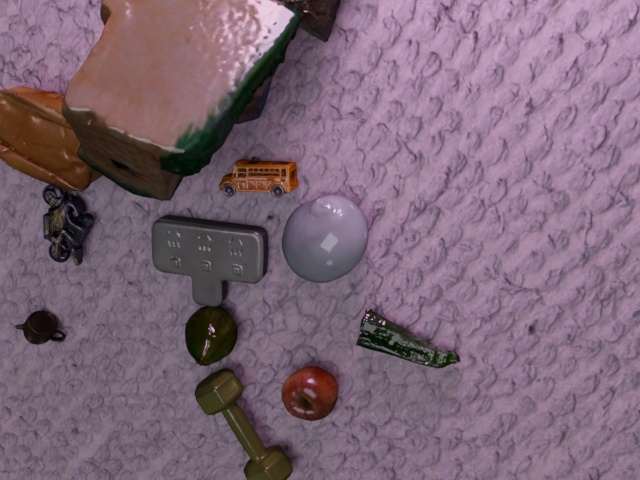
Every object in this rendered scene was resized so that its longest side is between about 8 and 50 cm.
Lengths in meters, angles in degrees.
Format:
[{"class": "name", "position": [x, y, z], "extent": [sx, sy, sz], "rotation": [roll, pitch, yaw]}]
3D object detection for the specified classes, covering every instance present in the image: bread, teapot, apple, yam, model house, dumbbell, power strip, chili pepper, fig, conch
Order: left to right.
[{"class": "teapot", "position": [-0.690, 0.224, 1.937], "extent": [0.121, 0.076, 0.068], "rotation": [24, 128, -25]}, {"class": "bread", "position": [-0.581, -0.236, 1.707], "extent": [0.288, 0.156, 0.204], "rotation": [16, 120, 8]}, {"class": "model house", "position": [-0.263, -0.279, 1.483], "extent": [0.334, 0.343, 0.382], "rotation": [27, 72, 4]}, {"class": "fig", "position": [-0.256, 0.224, 1.760], "extent": [0.123, 0.156, 0.123], "rotation": [7, 116, 14]}, {"class": "power strip", "position": [-0.248, 0.051, 1.752], "extent": [0.264, 0.059, 0.194], "rotation": [7, 109, 14]}, {"class": "dumbbell", "position": [-0.179, 0.447, 1.837], "extent": [0.108, 0.121, 0.302], "rotation": [-20, 102, 51]}, {"class": "apple", "position": [-0.023, 0.340, 1.759], "extent": [0.126, 0.102, 0.126], "rotation": [6, 115, 13]}, {"class": "yam", "position": [-0.014, -0.506, 1.453], "extent": [0.154, 0.154, 0.254], "rotation": [27, 116, 6]}, {"class": "conch", "position": [-0.002, -0.001, 1.644], "extent": [0.221, 0.121, 0.185], "rotation": [-50, 60, 29]}, {"class": "chili pepper", "position": [0.193, 0.220, 1.683], "extent": [0.226, 0.059, 0.088], "rotation": [18, 99, 6]}]

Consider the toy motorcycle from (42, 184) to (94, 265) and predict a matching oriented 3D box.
[{"class": "toy motorcycle", "position": [-0.584, -0.035, 1.823], "extent": [0.124, 0.061, 0.193], "rotation": [4, 107, 13]}]

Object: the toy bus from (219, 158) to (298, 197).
[{"class": "toy bus", "position": [-0.132, -0.133, 1.651], "extent": [0.162, 0.069, 0.074], "rotation": [3, 108, 14]}]
